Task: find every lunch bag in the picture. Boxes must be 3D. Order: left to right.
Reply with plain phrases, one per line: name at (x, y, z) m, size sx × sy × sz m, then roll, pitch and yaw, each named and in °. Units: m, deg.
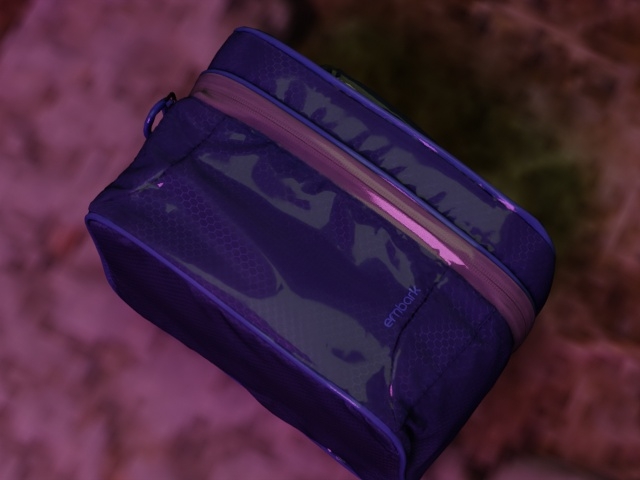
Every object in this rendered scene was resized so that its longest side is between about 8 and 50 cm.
lunch bag at (0.000, 0.000, 0.380) m, size 0.098 × 0.067 × 0.065 m, roll 36°, pitch 75°, yaw 11°
